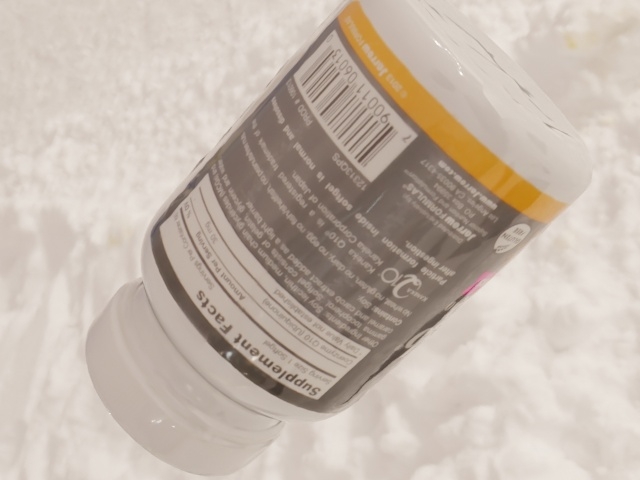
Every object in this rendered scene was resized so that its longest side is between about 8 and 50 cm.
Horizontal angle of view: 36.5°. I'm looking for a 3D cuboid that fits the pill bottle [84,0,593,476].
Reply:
[{"bbox_3d":[0.000,0.000,0.548,0.278,0.162,0.162,-46,40,22],"label":"pill bottle"}]
